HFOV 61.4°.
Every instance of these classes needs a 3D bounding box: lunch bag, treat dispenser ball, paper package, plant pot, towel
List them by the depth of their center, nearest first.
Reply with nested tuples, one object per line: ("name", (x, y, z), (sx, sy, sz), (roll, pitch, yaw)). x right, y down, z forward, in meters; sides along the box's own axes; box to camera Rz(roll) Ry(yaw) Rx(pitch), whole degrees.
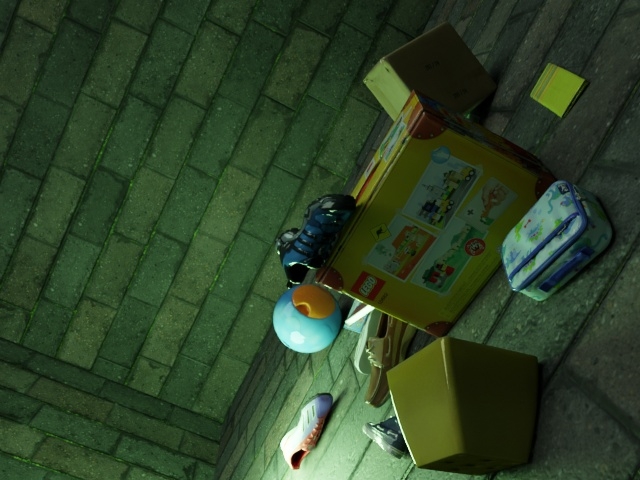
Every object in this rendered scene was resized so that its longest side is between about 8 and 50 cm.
("plant pot", (0.265, 0.319, 0.994), (0.212, 0.212, 0.187), (128, 152, -50))
("lunch bag", (0.458, 0.003, 1.066), (0.176, 0.090, 0.219), (-81, 18, -48))
("towel", (0.616, -0.393, 1.401), (0.237, 0.021, 0.102), (-88, 20, -63))
("paper package", (0.374, -0.527, 1.833), (0.325, 0.309, 0.168), (-37, 0, -24))
("treat dispenser ball", (-0.055, 0.326, 2.265), (0.288, 0.288, 0.288), (-61, 11, 21))

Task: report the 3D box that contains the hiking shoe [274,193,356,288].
("hiking shoe", (0.000, 0.000, 1.303), (0.304, 0.113, 0.131), (-44, 52, 48))

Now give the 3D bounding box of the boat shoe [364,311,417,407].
("boat shoe", (0.184, 0.322, 1.574), (0.324, 0.117, 0.123), (-68, 11, -19))

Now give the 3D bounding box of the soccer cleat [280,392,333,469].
("soccer cleat", (-0.036, 0.679, 1.924), (0.318, 0.109, 0.116), (-59, 32, 21))

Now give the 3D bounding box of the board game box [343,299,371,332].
("board game box", (0.160, 0.269, 2.029), (0.160, 0.039, 0.211), (-66, 10, -9))

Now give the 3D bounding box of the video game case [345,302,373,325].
("video game case", (0.208, 0.156, 1.818), (0.285, 0.025, 0.204), (-45, -2, -34))

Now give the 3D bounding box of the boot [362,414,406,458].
("boot", (0.177, 0.489, 1.393), (0.086, 0.069, 0.190), (-59, 18, -9))

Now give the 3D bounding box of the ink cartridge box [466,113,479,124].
("ink cartridge box", (0.483, -0.328, 1.865), (0.179, 0.045, 0.145), (114, 175, -58))

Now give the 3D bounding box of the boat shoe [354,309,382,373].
("boat shoe", (0.169, 0.303, 1.754), (0.258, 0.095, 0.084), (-65, 15, -7))

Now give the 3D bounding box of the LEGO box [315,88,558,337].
("LEGO box", (0.266, -0.050, 1.341), (0.500, 0.373, 0.193), (-59, 11, 25))
